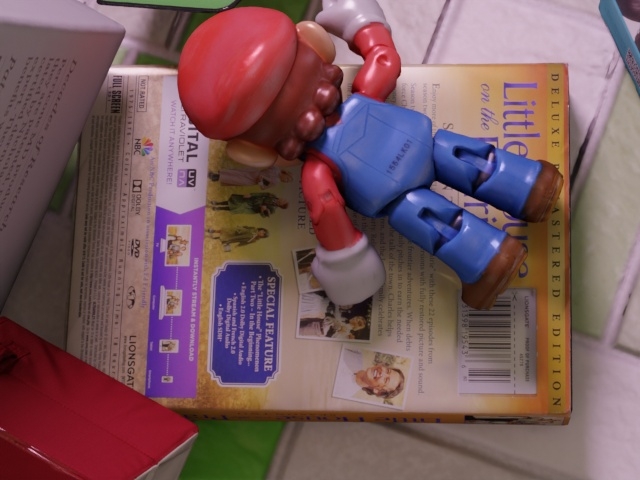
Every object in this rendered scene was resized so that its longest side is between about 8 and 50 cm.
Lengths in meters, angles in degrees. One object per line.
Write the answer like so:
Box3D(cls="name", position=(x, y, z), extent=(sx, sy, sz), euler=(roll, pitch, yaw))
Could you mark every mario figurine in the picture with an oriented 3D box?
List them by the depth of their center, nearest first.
Box3D(cls="mario figurine", position=(0.030, -0.077, 1.369), extent=(0.321, 0.170, 0.198), euler=(31, 43, 2))

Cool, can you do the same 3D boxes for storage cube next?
Box3D(cls="storage cube", position=(-0.237, 0.197, 1.298), extent=(0.193, 0.184, 0.215), euler=(28, 106, 11))

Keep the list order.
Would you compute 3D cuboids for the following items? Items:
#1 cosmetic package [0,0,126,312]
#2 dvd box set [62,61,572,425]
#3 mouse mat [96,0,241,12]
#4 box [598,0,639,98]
Box3D(cls="cosmetic package", position=(-0.399, -0.087, 1.258), extent=(0.329, 0.394, 0.327), euler=(26, 99, 5))
Box3D(cls="dvd box set", position=(0.000, 0.000, 1.423), extent=(0.421, 0.062, 0.307), euler=(0, 75, 5))
Box3D(cls="mouse mat", position=(-0.088, -0.253, 1.453), extent=(0.153, 0.007, 0.189), euler=(10, 45, 36))
Box3D(cls="box", position=(0.371, -0.213, 1.447), extent=(0.244, 0.060, 0.100), euler=(-21, 75, -1))
